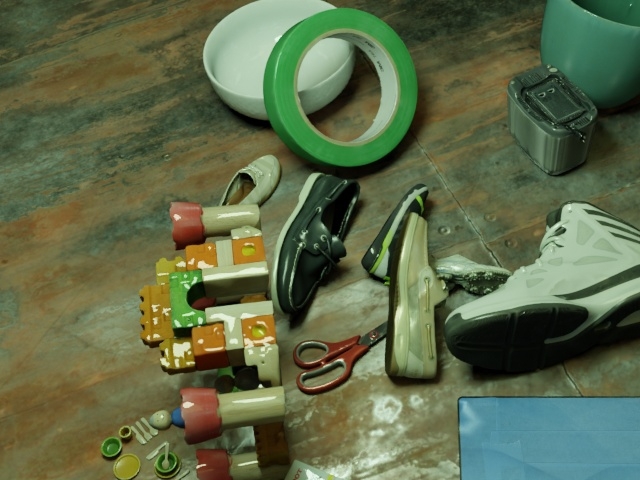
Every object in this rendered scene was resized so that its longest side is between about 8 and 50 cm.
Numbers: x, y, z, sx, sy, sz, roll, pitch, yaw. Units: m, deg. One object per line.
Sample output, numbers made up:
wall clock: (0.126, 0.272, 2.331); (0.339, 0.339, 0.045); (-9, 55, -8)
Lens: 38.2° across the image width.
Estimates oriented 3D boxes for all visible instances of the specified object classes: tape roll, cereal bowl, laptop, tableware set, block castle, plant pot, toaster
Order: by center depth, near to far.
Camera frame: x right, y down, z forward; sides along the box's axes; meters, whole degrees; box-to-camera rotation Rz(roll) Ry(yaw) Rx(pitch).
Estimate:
laptop: (0.404, 0.376, 1.387); (0.382, 0.408, 0.236); (-2, 87, 7)
block castle: (-0.182, 0.176, 1.569); (0.213, 0.303, 0.453); (-6, 53, -5)
tableware set: (-0.309, 0.380, 1.604); (0.104, 0.024, 0.154); (-37, 58, -19)
toaster: (0.473, -0.238, 1.879); (0.129, 0.146, 0.227); (-27, 54, -11)
tape roll: (0.043, -0.312, 1.905); (0.321, 0.321, 0.077); (-35, 15, -17)
plant pot: (0.593, -0.420, 1.922); (0.293, 0.235, 0.293); (5, 45, -5)
cereal bowl: (-0.085, -0.390, 2.072); (0.339, 0.141, 0.338); (-3, 54, 5)

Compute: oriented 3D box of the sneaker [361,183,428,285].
sneaker: (0.166, -0.006, 1.809); (0.097, 0.084, 0.234); (34, 63, 1)

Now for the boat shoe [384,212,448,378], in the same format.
boat shoe: (0.178, 0.099, 1.672); (0.098, 0.109, 0.302); (7, 74, -3)

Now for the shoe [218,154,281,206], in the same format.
shoe: (-0.151, -0.105, 1.920); (0.077, 0.058, 0.219); (21, 59, 21)

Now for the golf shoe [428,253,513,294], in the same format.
golf shoe: (0.277, 0.054, 1.743); (0.176, 0.069, 0.086); (2, 45, 6)

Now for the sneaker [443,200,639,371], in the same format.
sneaker: (0.407, 0.074, 1.670); (0.448, 0.169, 0.257); (-10, 45, -11)

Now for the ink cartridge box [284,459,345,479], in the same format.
ink cartridge box: (0.010, 0.449, 1.479); (0.175, 0.072, 0.127); (18, 59, 19)

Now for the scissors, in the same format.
scissors: (0.088, 0.193, 1.695); (0.297, 0.021, 0.109); (-19, 51, -8)

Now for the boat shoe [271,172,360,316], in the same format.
boat shoe: (0.001, 0.003, 1.779); (0.113, 0.127, 0.340); (1, 43, 23)
